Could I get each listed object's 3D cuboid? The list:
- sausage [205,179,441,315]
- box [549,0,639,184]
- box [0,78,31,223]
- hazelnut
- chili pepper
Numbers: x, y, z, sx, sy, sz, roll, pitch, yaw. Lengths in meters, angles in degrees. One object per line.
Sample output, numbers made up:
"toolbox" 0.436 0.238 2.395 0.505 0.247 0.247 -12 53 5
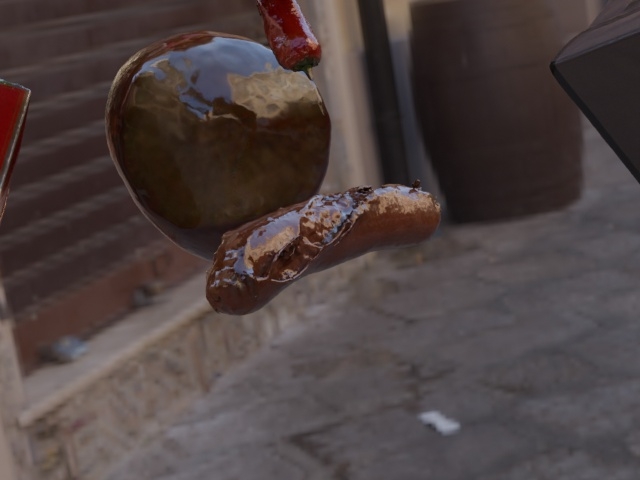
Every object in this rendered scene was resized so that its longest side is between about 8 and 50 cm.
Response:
"sausage" -0.001 -0.001 1.390 0.087 0.079 0.327 40 35 24
"box" 0.354 -0.149 1.186 0.252 0.188 0.153 -22 23 52
"box" -0.238 -0.009 0.976 0.048 0.175 0.112 16 43 -10
"hazelnut" -0.152 -0.141 2.188 0.366 0.365 0.366 -9 10 2
"chili pepper" -0.039 -0.220 1.392 0.045 0.027 0.178 -16 56 -11
